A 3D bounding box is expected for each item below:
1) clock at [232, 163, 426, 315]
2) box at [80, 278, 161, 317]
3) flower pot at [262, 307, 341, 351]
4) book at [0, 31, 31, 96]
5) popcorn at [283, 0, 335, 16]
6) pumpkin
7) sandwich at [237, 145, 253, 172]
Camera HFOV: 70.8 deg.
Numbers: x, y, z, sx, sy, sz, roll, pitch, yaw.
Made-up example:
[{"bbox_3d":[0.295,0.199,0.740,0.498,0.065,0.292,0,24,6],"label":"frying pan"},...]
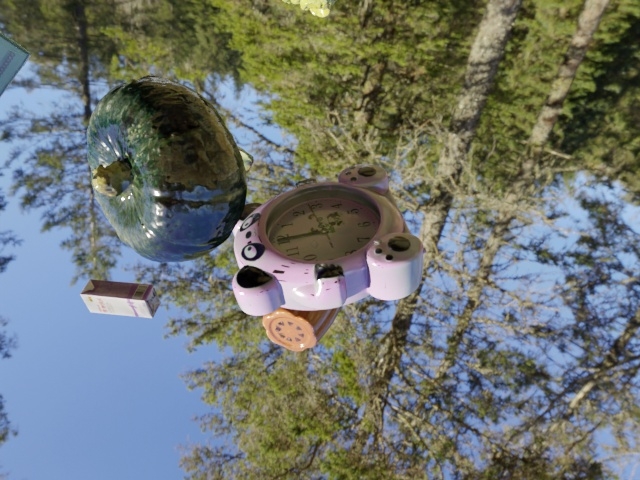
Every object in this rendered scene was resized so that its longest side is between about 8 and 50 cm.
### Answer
[{"bbox_3d":[0.000,0.000,0.629,0.247,0.090,0.228,-12,-137,-3],"label":"clock"},{"bbox_3d":[-0.330,0.097,0.747,0.116,0.051,0.036,3,-138,8],"label":"box"},{"bbox_3d":[-0.042,0.152,1.047,0.190,0.191,0.173,16,-139,5],"label":"flower pot"},{"bbox_3d":[-0.952,-0.476,1.072,0.379,0.264,0.031,34,-167,-37],"label":"book"},{"bbox_3d":[-0.016,-0.576,0.988,0.135,0.142,0.162,-1,149,47],"label":"popcorn"},{"bbox_3d":[-0.180,-0.075,0.514,0.211,0.212,0.152,28,-137,24],"label":"pumpkin"},{"bbox_3d":[-0.282,-0.212,1.153,0.155,0.227,0.199,31,-150,-30],"label":"sandwich"}]
